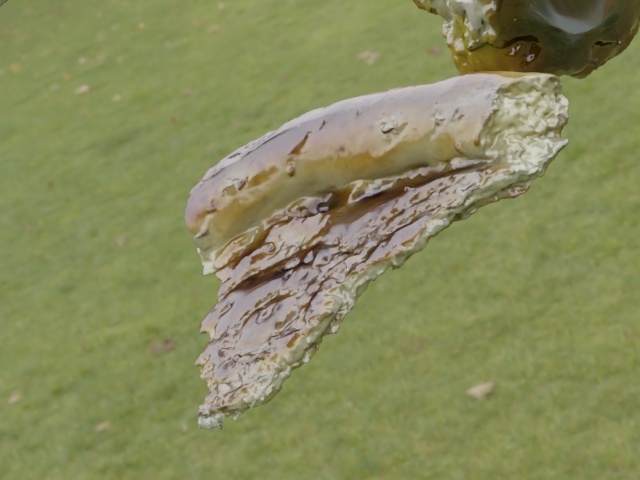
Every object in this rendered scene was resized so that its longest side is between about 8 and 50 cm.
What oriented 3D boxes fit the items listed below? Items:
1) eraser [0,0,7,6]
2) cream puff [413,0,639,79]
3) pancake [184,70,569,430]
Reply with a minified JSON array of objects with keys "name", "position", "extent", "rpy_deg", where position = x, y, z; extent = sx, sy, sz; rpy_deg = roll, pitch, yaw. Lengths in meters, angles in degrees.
[{"name":"eraser","position":[-0.127,-0.203,0.620],"extent":[0.397,0.082,0.213],"rpy_deg":[-43,44,-15]},{"name":"cream puff","position":[0.167,-0.230,1.045],"extent":[0.241,0.269,0.155],"rpy_deg":[13,15,-29]},{"name":"pancake","position":[0.000,0.000,0.793],"extent":[0.266,0.057,0.244],"rpy_deg":[-9,42,44]}]
